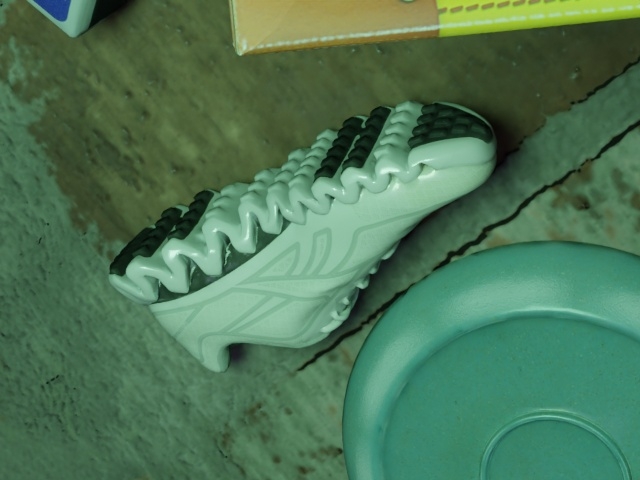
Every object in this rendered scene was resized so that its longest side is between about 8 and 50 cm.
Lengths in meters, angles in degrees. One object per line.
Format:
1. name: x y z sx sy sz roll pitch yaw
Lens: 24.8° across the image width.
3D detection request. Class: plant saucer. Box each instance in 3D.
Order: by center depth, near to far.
1. plant saucer: 0.161 0.156 0.987 0.318 0.044 0.317 6 110 17

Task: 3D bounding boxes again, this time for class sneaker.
1. sneaker: 0.000 0.000 0.959 0.292 0.110 0.118 -24 108 32

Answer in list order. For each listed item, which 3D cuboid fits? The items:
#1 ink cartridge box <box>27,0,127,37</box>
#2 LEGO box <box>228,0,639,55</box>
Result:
1. ink cartridge box: -0.215 -0.318 0.858 0.307 0.072 0.303 41 144 8
2. LEGO box: 0.201 -0.238 0.561 0.500 0.372 0.193 -6 115 -1
